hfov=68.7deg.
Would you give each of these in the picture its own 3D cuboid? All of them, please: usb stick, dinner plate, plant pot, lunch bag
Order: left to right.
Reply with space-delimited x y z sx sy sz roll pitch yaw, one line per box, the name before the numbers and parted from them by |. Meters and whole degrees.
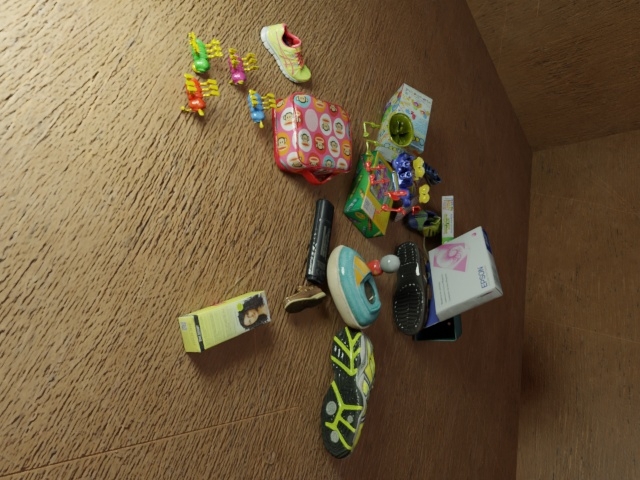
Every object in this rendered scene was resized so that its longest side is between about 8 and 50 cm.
lunch bag | -0.015 -0.296 1.435 0.293 0.120 0.258 1 83 -52
usb stick | 0.000 0.000 1.453 0.077 0.045 0.277 36 54 -48
dinner plate | 0.343 -0.131 1.869 0.017 0.141 0.141 47 37 14
plant pot | 0.504 0.322 1.953 0.234 0.166 0.165 7 78 -60

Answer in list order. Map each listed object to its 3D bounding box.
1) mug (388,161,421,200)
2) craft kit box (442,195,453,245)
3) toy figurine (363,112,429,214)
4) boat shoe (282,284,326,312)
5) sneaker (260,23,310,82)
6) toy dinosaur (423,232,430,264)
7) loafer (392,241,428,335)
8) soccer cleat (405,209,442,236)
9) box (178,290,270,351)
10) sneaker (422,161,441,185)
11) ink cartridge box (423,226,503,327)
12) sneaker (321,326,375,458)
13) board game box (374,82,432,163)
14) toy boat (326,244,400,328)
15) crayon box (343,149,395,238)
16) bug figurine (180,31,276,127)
mug | 0.351 -0.264 1.906 0.169 0.113 0.150 -48 122 -48
craft kit box | 0.583 -0.046 2.132 0.250 0.061 0.246 46 43 -67
toy figurine | 0.265 -0.241 1.678 0.217 0.191 0.362 50 30 -76
boat shoe | -0.055 0.165 1.354 0.060 0.064 0.178 51 28 21
sneaker | -0.085 -0.565 1.418 0.208 0.094 0.081 41 52 -42
toy dinosaur | 0.468 0.076 2.042 0.211 0.064 0.112 50 31 -47
loafer | 0.372 0.189 1.823 0.130 0.134 0.365 25 65 -47
soccer cleat | 0.472 -0.073 2.009 0.289 0.121 0.093 11 74 -52
box | -0.223 0.190 1.130 0.232 0.058 0.087 -17 97 -51
sneaker | 0.507 -0.312 2.151 0.144 0.059 0.053 44 53 -37
ink cartridge box | 0.504 0.137 1.791 0.071 0.330 0.324 42 33 -28
sneaker | 0.108 0.464 1.430 0.147 0.145 0.384 35 58 -42
board game box | 0.328 -0.450 1.847 0.144 0.142 0.275 25 60 -15
toy boat | 0.146 0.121 1.505 0.318 0.148 0.267 -30 99 -59
crayon box | 0.190 -0.169 1.703 0.165 0.081 0.278 45 50 -38
bug figurine | -0.247 -0.403 1.202 0.279 0.072 0.216 -3 79 -47
